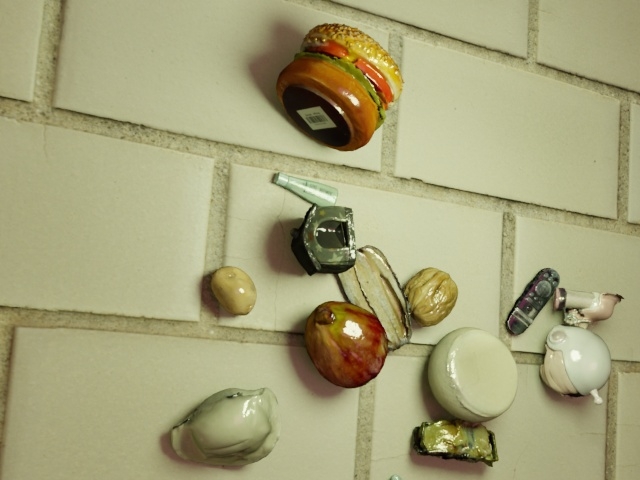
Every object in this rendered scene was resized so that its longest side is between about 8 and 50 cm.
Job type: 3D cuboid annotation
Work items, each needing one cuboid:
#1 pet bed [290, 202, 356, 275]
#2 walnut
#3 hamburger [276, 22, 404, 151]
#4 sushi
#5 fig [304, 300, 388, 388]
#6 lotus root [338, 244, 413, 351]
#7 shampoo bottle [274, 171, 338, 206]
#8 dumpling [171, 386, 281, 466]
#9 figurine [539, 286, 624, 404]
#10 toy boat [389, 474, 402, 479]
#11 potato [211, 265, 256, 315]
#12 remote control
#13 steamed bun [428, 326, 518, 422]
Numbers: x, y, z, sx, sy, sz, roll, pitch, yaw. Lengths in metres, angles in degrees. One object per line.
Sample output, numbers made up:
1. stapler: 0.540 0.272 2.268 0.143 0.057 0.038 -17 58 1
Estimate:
1. pet bed: 0.000 0.000 1.794 0.159 0.211 0.183 -2 82 -8
2. walnut: 0.333 0.166 1.974 0.155 0.155 0.184 48 69 -13
3. hamburger: 0.058 -0.427 1.806 0.330 0.330 0.250 41 70 -16
4. sushi: 0.418 0.608 1.999 0.291 0.131 0.139 12 58 -15
5. fig: 0.070 0.279 1.822 0.224 0.224 0.263 -41 99 -21
6. lotus root: 0.174 0.168 1.939 0.167 0.078 0.329 -22 98 13
7. shampoo bottle: -0.042 -0.148 1.891 0.191 0.041 0.069 20 84 -21
8. dumpling: -0.236 0.500 1.718 0.175 0.243 0.227 -60 135 -56
9. figurine: 0.845 0.337 2.144 0.253 0.211 0.361 20 81 -27
10. toy boat: 0.215 0.810 1.909 0.155 0.085 0.227 -14 92 -25
11. potato: -0.232 0.137 1.755 0.112 0.112 0.147 -42 96 -21
12. remote control: 0.702 0.203 2.185 0.090 0.066 0.266 42 75 -1
13. steamed bun: 0.447 0.409 1.986 0.283 0.177 0.283 9 68 -24
